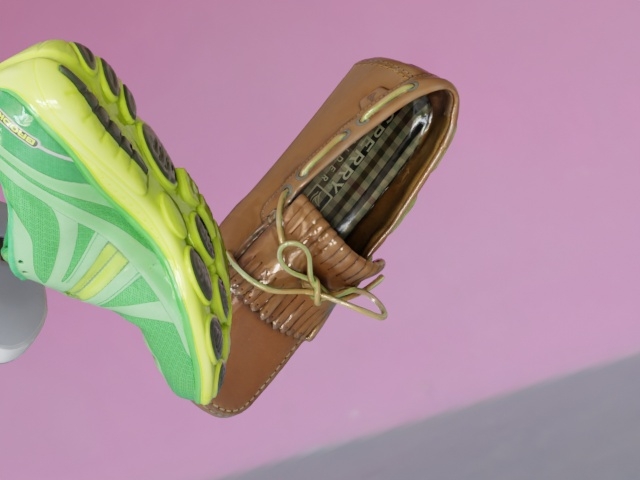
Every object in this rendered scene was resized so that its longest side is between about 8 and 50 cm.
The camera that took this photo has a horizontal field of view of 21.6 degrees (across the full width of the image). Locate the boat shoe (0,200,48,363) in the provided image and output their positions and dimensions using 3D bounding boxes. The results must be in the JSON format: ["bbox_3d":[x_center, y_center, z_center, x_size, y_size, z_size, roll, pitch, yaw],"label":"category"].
[{"bbox_3d":[-0.334,0.058,1.706,0.084,0.095,0.258,-61,19,25],"label":"boat shoe"}]

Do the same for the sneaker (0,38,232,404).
[{"bbox_3d":[-0.148,-0.006,1.147,0.123,0.295,0.109,-17,33,18],"label":"sneaker"}]

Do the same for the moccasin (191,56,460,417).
[{"bbox_3d":[0.002,0.002,1.558,0.380,0.139,0.147,-50,29,-10],"label":"moccasin"}]
